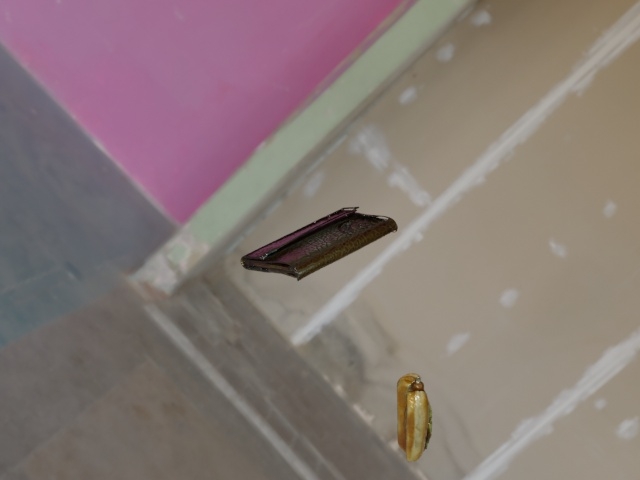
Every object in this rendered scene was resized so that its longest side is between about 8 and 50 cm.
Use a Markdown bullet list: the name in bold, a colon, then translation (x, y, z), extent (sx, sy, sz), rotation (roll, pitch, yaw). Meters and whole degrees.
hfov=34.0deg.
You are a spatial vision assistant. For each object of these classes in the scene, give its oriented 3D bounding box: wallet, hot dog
- **wallet**: translation (0.000, 0.000, 1.722), extent (0.133, 0.039, 0.243), rotation (12, 28, 43)
- **hot dog**: translation (0.110, 0.201, 1.191), extent (0.056, 0.041, 0.133), rotation (-116, -162, -47)
